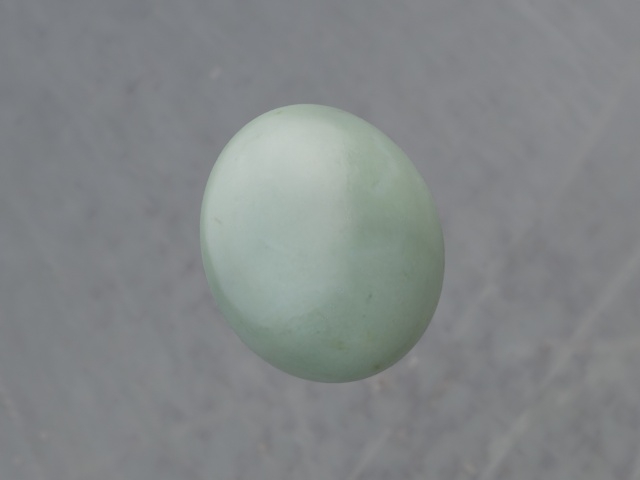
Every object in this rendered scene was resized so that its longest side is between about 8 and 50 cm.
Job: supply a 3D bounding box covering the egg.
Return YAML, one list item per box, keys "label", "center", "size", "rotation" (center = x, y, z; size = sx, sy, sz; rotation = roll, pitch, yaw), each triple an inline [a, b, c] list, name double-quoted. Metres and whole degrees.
- label: "egg"
  center: [0.000, 0.000, 1.213]
  size: [0.149, 0.149, 0.192]
  rotation: [-43, 45, 23]
